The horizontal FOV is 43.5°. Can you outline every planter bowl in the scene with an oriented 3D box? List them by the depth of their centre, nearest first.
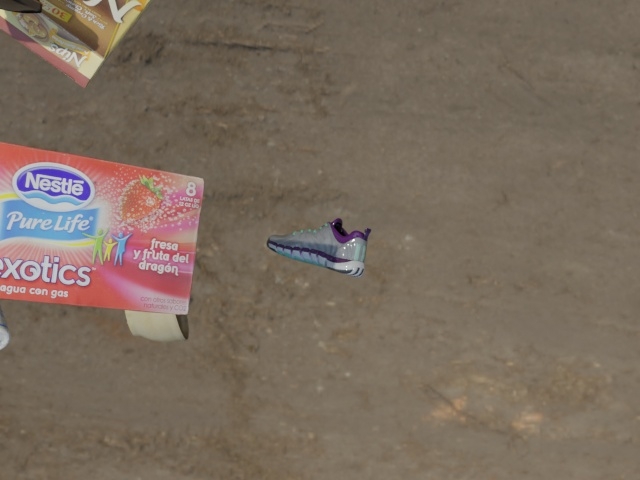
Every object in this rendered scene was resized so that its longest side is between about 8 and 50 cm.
[{"bbox_3d":[-0.352,0.145,1.706,0.109,0.162,0.162,-13,139,-1],"label":"planter bowl"}]

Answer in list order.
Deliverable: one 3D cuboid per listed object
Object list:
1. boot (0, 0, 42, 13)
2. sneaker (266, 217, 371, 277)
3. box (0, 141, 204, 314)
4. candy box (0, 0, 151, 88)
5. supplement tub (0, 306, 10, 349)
[{"bbox_3d":[-0.476,-0.391,1.044,0.112,0.115,0.305,5,171,27],"label":"boot"},{"bbox_3d":[0.000,0.000,1.517,0.224,0.098,0.083,15,178,34],"label":"sneaker"},{"bbox_3d":[-0.285,-0.013,0.790,0.300,0.142,0.154,8,176,-28],"label":"box"},{"bbox_3d":[-0.406,-0.426,1.398,0.183,0.316,0.087,35,132,-17],"label":"candy box"},{"bbox_3d":[-0.648,0.159,1.557,0.071,0.107,0.071,-22,142,-18],"label":"supplement tub"}]
